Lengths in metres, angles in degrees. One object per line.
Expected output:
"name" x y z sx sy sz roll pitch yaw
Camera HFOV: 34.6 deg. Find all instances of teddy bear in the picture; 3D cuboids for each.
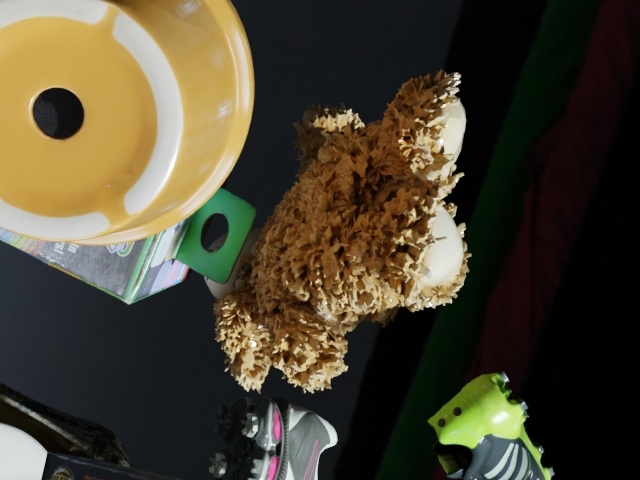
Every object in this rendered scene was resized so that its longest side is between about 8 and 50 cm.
"teddy bear" 0.000 0.000 0.772 0.338 0.113 0.245 -7 -107 65

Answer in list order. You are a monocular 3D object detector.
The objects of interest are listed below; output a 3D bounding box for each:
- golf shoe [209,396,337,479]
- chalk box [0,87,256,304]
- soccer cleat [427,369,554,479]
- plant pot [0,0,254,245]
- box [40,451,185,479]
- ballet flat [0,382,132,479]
"golf shoe" -0.055 0.286 0.971 0.105 0.120 0.272 6 -101 54
"chalk box" -0.151 -0.041 0.797 0.132 0.213 0.132 -66 173 10
"soccer cleat" 0.125 0.156 0.764 0.072 0.179 0.060 -31 -130 0
"plant pot" -0.138 -0.083 0.599 0.188 0.205 0.205 -111 -139 -74
"box" -0.144 0.261 0.768 0.220 0.051 0.175 -1 -106 41
"ballet flat" -0.404 0.177 1.029 0.164 0.483 0.182 -68 -166 -12
